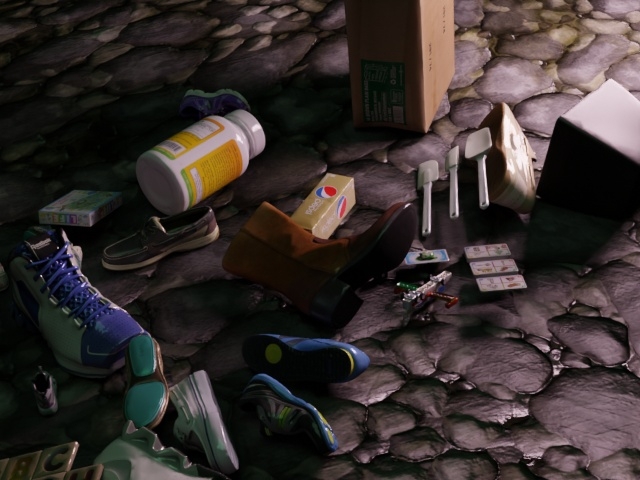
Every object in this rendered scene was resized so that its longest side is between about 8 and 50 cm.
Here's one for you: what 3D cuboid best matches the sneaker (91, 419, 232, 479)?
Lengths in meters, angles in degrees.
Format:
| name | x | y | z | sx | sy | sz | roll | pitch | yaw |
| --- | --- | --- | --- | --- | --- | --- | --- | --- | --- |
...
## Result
| name | x | y | z | sx | sy | sz | roll | pitch | yaw |
| --- | --- | --- | --- | --- | --- | --- | --- | --- | --- |
| sneaker | -0.191 | 0.370 | 1.497 | 0.330 | 0.122 | 0.146 | 18 | 52 | 39 |

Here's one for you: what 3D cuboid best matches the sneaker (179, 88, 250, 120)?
| name | x | y | z | sx | sy | sz | roll | pitch | yaw |
| --- | --- | --- | --- | --- | --- | --- | --- | --- | --- |
| sneaker | -0.231 | -0.284 | 2.459 | 0.170 | 0.068 | 0.071 | 3 | 51 | 26 |

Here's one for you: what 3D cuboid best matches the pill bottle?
| name | x | y | z | sx | sy | sz | roll | pitch | yaw |
| --- | --- | --- | --- | --- | --- | --- | --- | --- | --- |
| pill bottle | -0.228 | -0.161 | 2.208 | 0.136 | 0.136 | 0.246 | 24 | 45 | 35 |

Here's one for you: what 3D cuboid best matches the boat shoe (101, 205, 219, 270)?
| name | x | y | z | sx | sy | sz | roll | pitch | yaw |
| --- | --- | --- | --- | --- | --- | --- | --- | --- | --- |
| boat shoe | -0.297 | -0.011 | 2.062 | 0.224 | 0.073 | 0.080 | -17 | 37 | -15 |

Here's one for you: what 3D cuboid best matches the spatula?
| name | x | y | z | sx | sy | sz | roll | pitch | yaw |
| --- | --- | --- | --- | --- | --- | --- | --- | --- | --- |
| spatula | 0.251 | -0.111 | 2.108 | 0.168 | 0.019 | 0.242 | -25 | 31 | 23 |

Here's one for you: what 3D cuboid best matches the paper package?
| name | x | y | z | sx | sy | sz | roll | pitch | yaw |
| --- | --- | --- | --- | --- | --- | --- | --- | --- | --- |
| paper package | 0.171 | -0.436 | 2.369 | 0.168 | 0.325 | 0.309 | 7 | 37 | 17 |

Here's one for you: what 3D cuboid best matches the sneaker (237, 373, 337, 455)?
| name | x | y | z | sx | sy | sz | roll | pitch | yaw |
| --- | --- | --- | --- | --- | --- | --- | --- | --- | --- |
| sneaker | -0.048 | 0.268 | 1.661 | 0.188 | 0.067 | 0.078 | 29 | 69 | 36 |

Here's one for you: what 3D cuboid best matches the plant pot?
| name | x | y | z | sx | sy | sz | roll | pitch | yaw |
| --- | --- | --- | --- | --- | --- | --- | --- | --- | --- |
| plant pot | 0.530 | -0.151 | 2.059 | 0.167 | 0.187 | 0.188 | 35 | 51 | 26 |

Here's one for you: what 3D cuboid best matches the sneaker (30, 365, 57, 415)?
| name | x | y | z | sx | sy | sz | roll | pitch | yaw |
| --- | --- | --- | --- | --- | --- | --- | --- | --- | --- |
| sneaker | -0.435 | 0.220 | 1.767 | 0.038 | 0.069 | 0.098 | -17 | 37 | -15 |

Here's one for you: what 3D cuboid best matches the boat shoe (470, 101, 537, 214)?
| name | x | y | z | sx | sy | sz | roll | pitch | yaw |
| --- | --- | --- | --- | --- | --- | --- | --- | --- | --- |
| boat shoe | 0.358 | -0.156 | 2.160 | 0.098 | 0.109 | 0.302 | 30 | 32 | -17 |

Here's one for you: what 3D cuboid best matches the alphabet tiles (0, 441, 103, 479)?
| name | x | y | z | sx | sy | sz | roll | pitch | yaw |
| --- | --- | --- | --- | --- | --- | --- | --- | --- | --- |
| alphabet tiles | -0.437 | 0.408 | 1.481 | 0.285 | 0.011 | 0.342 | -16 | 33 | 18 |

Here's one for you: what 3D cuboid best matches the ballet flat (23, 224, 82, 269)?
| name | x | y | z | sx | sy | sz | roll | pitch | yaw |
| --- | --- | --- | --- | --- | --- | --- | --- | --- | --- |
| ballet flat | -0.473 | 0.020 | 2.060 | 0.070 | 0.070 | 0.188 | -29 | 45 | -28 |

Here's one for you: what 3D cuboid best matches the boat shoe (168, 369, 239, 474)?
| name | x | y | z | sx | sy | sz | roll | pitch | yaw |
| --- | --- | --- | --- | --- | --- | --- | --- | --- | --- |
| boat shoe | -0.177 | 0.278 | 1.655 | 0.076 | 0.083 | 0.226 | -24 | 26 | -5 |

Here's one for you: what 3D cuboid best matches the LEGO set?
| name | x | y | z | sx | sy | sz | roll | pitch | yaw |
| --- | --- | --- | --- | --- | --- | --- | --- | --- | --- |
| LEGO set | 0.213 | 0.071 | 1.920 | 0.244 | 0.060 | 0.182 | -5 | 23 | -1 |

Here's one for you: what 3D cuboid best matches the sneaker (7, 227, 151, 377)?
| name | x | y | z | sx | sy | sz | roll | pitch | yaw |
| --- | --- | --- | --- | --- | --- | --- | --- | --- | --- |
| sneaker | -0.429 | 0.088 | 1.853 | 0.315 | 0.182 | 0.127 | 26 | 48 | 37 |

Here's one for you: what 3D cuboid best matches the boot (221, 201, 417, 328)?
| name | x | y | z | sx | sy | sz | roll | pitch | yaw |
| --- | --- | --- | --- | --- | --- | --- | --- | --- | --- |
| boot | 0.000 | 0.000 | 1.952 | 0.280 | 0.096 | 0.264 | 28 | 79 | 38 |

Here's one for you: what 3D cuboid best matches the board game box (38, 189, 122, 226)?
| name | x | y | z | sx | sy | sz | roll | pitch | yaw |
| --- | --- | --- | --- | --- | --- | --- | --- | --- | --- |
| board game box | -0.458 | -0.063 | 2.160 | 0.103 | 0.026 | 0.154 | 4 | 18 | 13 |

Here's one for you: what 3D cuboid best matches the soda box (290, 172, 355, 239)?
| name | x | y | z | sx | sy | sz | roll | pitch | yaw |
| --- | --- | --- | --- | --- | --- | --- | --- | --- | --- |
| soda box | 0.001 | -0.050 | 2.083 | 0.058 | 0.061 | 0.181 | 12 | 40 | 23 |

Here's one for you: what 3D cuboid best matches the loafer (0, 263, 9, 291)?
| name | x | y | z | sx | sy | sz | roll | pitch | yaw |
| --- | --- | --- | --- | --- | --- | --- | --- | --- | --- |
| loafer | -0.603 | 0.048 | 2.054 | 0.045 | 0.039 | 0.125 | -21 | 38 | -21 |

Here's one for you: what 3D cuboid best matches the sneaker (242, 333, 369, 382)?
| name | x | y | z | sx | sy | sz | roll | pitch | yaw |
| --- | --- | --- | --- | --- | --- | --- | --- | --- | --- |
| sneaker | -0.023 | 0.186 | 1.772 | 0.209 | 0.069 | 0.082 | 4 | 3 | 28 |

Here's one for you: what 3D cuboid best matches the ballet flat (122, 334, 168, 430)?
| name | x | y | z | sx | sy | sz | roll | pitch | yaw |
| --- | --- | --- | --- | --- | --- | --- | --- | --- | --- |
| ballet flat | -0.264 | 0.233 | 1.725 | 0.073 | 0.067 | 0.206 | -7 | 38 | 0 |
